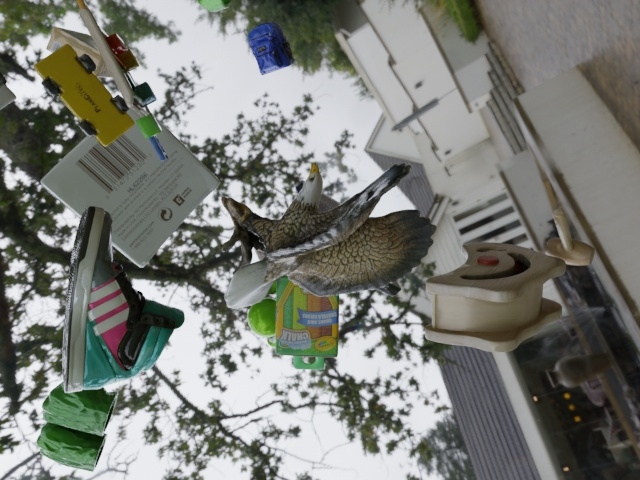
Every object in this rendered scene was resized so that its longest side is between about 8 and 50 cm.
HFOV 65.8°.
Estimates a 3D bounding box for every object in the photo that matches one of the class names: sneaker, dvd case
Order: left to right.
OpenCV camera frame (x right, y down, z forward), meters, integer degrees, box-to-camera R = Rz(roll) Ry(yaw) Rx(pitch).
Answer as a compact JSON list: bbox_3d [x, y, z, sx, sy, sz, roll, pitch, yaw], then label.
[{"bbox_3d":[-0.314,0.098,0.813,0.178,0.124,0.295,4,-84,-31],"label":"sneaker"},{"bbox_3d":[0.052,-0.007,0.974,0.179,0.029,0.239,27,-153,-40],"label":"dvd case"}]

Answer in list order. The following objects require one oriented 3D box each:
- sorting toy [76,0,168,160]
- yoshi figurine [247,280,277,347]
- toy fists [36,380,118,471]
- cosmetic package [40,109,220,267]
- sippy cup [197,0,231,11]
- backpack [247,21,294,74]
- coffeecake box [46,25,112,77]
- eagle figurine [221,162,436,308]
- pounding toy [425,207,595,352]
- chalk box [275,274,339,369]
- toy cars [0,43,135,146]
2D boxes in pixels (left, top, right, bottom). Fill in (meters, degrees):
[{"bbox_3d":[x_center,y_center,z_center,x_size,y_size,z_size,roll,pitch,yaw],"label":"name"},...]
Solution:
[{"bbox_3d":[-0.361,-0.316,0.927,0.348,0.047,0.196,62,173,-1],"label":"sorting toy"},{"bbox_3d":[-0.070,0.155,1.368,0.203,0.362,0.203,35,-163,-10],"label":"yoshi figurine"},{"bbox_3d":[-0.558,0.414,1.131,0.142,0.279,0.096,19,-149,-11],"label":"toy fists"},{"bbox_3d":[-0.560,-0.161,1.455,0.327,0.329,0.393,45,164,-21],"label":"cosmetic package"},{"bbox_3d":[-0.296,-0.735,1.185,0.305,0.240,0.224,43,-170,3],"label":"sippy cup"},{"bbox_3d":[-0.133,-0.508,1.303,0.101,0.098,0.120,-69,-37,-61],"label":"backpack"},{"bbox_3d":[-0.631,-0.513,1.365,0.142,0.068,0.185,28,-165,-7],"label":"coffeecake box"},{"bbox_3d":[0.001,-0.011,0.739,0.226,0.298,0.225,-41,-47,-57],"label":"eagle figurine"},{"bbox_3d":[0.239,0.027,0.667,0.269,0.154,0.155,-16,-71,-39],"label":"pounding toy"},{"bbox_3d":[-0.025,0.176,1.062,0.132,0.132,0.213,-41,-49,-88],"label":"chalk box"},{"bbox_3d":[-0.556,-0.294,0.932,0.393,0.087,0.176,7,-87,-31],"label":"toy cars"}]
